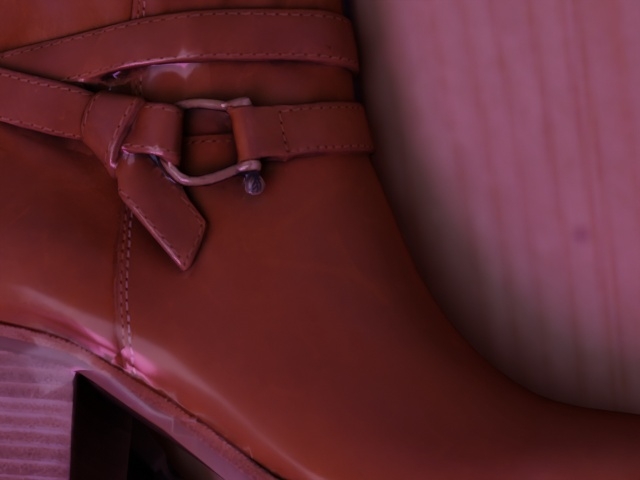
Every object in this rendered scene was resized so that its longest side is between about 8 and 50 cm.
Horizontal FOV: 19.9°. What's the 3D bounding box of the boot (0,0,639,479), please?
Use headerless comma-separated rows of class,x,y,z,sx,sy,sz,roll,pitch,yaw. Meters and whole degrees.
boot,0.000,0.000,0.617,0.284,0.109,0.220,2,76,10

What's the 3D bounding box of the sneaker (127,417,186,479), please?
sneaker,-0.167,0.094,0.706,0.267,0.101,0.106,19,130,15
